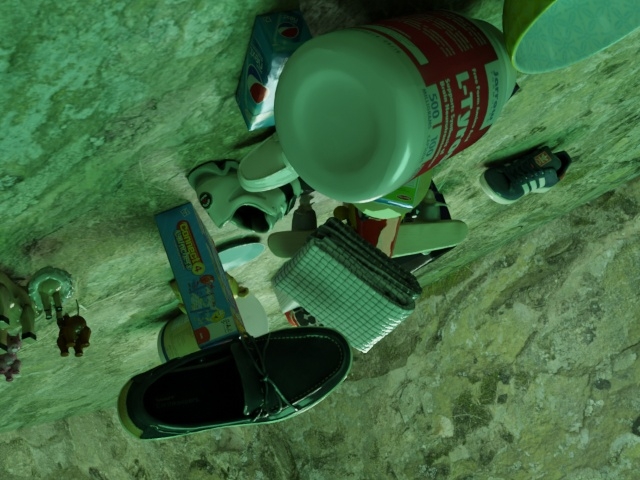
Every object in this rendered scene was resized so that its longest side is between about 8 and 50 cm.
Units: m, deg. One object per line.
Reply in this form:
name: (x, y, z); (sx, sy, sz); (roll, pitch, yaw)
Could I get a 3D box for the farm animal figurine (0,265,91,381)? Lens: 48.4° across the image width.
farm animal figurine: (-0.662, 0.154, 1.482); (0.330, 0.172, 0.327); (-11, 150, -12)

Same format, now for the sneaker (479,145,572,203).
sneaker: (0.615, -0.209, 2.113); (0.350, 0.131, 0.148); (-17, 158, -40)

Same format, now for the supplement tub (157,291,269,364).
supplement tub: (-0.342, 0.303, 2.279); (0.316, 0.228, 0.228); (-31, 163, 29)

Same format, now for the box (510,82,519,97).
box: (0.272, -0.239, 1.418); (0.201, 0.057, 0.293); (-32, -175, 35)

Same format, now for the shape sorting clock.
shape sorting clock: (0.142, -0.149, 1.522); (0.206, 0.206, 0.040); (-19, -167, -14)

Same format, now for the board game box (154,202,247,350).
board game box: (-0.254, 0.109, 1.602); (0.086, 0.302, 0.308); (-21, 165, -5)

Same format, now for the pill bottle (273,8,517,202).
pill bottle: (0.137, -0.221, 1.070); (0.229, 0.229, 0.407); (-37, 176, 43)

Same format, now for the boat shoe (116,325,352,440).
boat shoe: (-0.149, 0.282, 1.430); (0.500, 0.187, 0.156); (-10, 166, -24)

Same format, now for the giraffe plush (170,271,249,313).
giraffe plush: (-0.299, 0.156, 2.017); (0.170, 0.181, 0.210); (-39, 161, -23)

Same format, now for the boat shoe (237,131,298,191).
boat shoe: (-0.038, -0.188, 1.305); (0.277, 0.098, 0.096); (-31, 162, 1)

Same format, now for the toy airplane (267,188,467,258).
toy airplane: (0.121, -0.019, 1.758); (0.384, 0.272, 0.386); (-41, 126, 17)

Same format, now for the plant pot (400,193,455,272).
plant pot: (0.306, -0.010, 2.188); (0.187, 0.167, 0.188); (-24, 168, -41)

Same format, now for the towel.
towel: (0.059, 0.100, 1.611); (0.121, 0.283, 0.235); (-56, -176, -40)

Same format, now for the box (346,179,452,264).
box: (0.217, -0.044, 1.940); (0.261, 0.184, 0.103); (-25, 144, 8)

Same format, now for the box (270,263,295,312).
box: (-0.042, 0.135, 2.339); (0.181, 0.119, 0.182); (-15, 164, -26)

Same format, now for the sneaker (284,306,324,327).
sneaker: (-0.061, 0.259, 2.450); (0.107, 0.279, 0.118); (-11, 122, -20)

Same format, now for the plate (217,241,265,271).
plate: (-0.240, 0.041, 1.921); (0.188, 0.024, 0.188); (-22, 165, -6)

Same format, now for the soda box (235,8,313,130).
soda box: (-0.072, -0.251, 1.078); (0.071, 0.067, 0.210); (-17, 163, -21)

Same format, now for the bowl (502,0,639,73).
bowl: (0.385, -0.396, 1.057); (0.289, 0.156, 0.289); (-20, 165, -6)

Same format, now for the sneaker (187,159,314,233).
sneaker: (-0.111, -0.080, 1.469); (0.330, 0.146, 0.122); (-9, 159, -44)
